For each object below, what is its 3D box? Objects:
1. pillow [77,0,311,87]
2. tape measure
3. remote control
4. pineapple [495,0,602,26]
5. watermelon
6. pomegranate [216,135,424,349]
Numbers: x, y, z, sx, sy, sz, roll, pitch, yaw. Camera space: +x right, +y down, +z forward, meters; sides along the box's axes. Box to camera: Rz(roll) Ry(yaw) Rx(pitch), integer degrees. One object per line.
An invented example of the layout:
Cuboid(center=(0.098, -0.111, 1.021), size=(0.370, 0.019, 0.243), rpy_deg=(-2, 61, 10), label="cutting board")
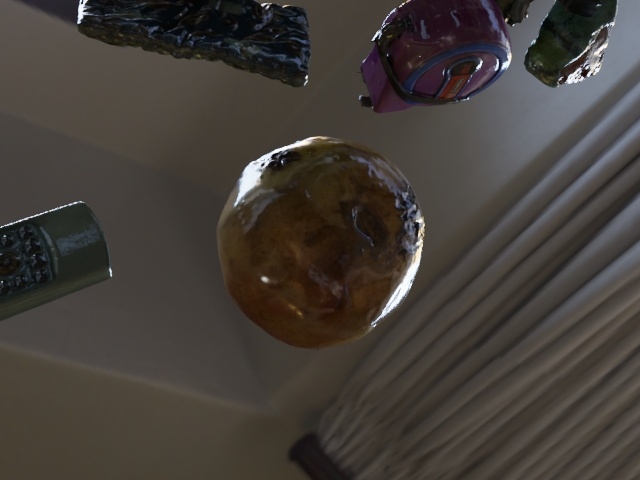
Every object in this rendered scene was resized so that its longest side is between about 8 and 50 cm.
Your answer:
Cuboid(center=(-0.135, -0.240, 1.205), size=(0.255, 0.034, 0.189), rpy_deg=(9, -147, -9), label="pillow")
Cuboid(center=(0.098, -0.165, 0.948), size=(0.125, 0.118, 0.074), rpy_deg=(-11, -111, -19), label="tape measure")
Cuboid(center=(-0.388, 0.041, 1.286), size=(0.285, 0.038, 0.123), rpy_deg=(-20, -125, -11), label="remote control")
Cuboid(center=(0.294, -0.349, 1.282), size=(0.170, 0.310, 0.141), rpy_deg=(50, -137, -8), label="pineapple")
Cuboid(center=(0.352, -0.268, 1.445), size=(0.071, 0.187, 0.139), rpy_deg=(31, 173, 33), label="watermelon")
Cuboid(center=(0.000, 0.000, 1.614), size=(0.322, 0.322, 0.322), rpy_deg=(30, -146, -23), label="pomegranate")
